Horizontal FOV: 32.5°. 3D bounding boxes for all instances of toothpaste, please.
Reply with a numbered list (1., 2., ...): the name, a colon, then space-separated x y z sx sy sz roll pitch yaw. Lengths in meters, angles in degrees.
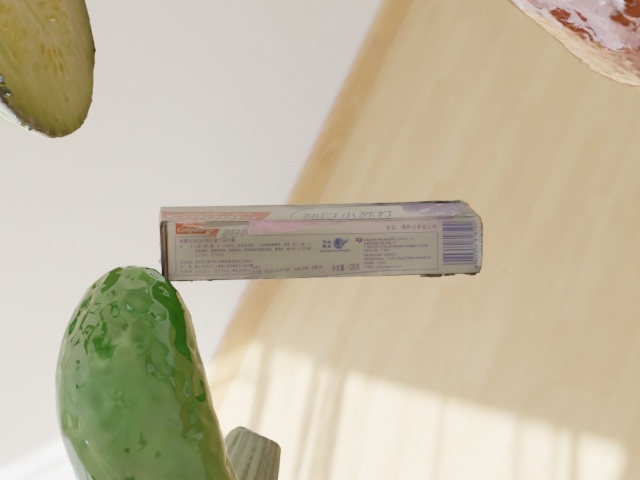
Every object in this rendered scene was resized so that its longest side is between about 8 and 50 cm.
1. toothpaste: 0.000 0.000 0.672 0.047 0.196 0.040 -123 32 -75

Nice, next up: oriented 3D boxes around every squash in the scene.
1. squash: -0.288 -0.237 0.933 0.210 0.309 0.233 -40 18 29

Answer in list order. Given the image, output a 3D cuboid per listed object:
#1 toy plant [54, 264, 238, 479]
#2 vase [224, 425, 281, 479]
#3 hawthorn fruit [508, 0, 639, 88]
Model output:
1. toy plant: -0.065 0.227 0.559 0.317 0.356 0.210 -53 3 -9
2. vase: -0.114 0.337 1.266 0.128 0.128 0.248 -18 44 50
3. hawthorn fruit: 0.250 -0.260 0.836 0.311 0.295 0.295 24 83 36
